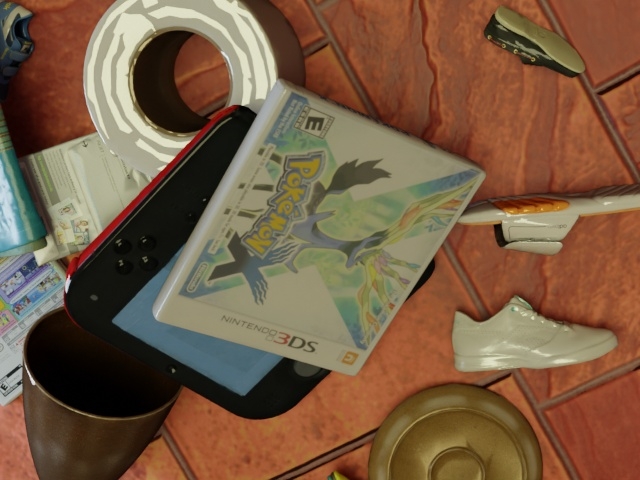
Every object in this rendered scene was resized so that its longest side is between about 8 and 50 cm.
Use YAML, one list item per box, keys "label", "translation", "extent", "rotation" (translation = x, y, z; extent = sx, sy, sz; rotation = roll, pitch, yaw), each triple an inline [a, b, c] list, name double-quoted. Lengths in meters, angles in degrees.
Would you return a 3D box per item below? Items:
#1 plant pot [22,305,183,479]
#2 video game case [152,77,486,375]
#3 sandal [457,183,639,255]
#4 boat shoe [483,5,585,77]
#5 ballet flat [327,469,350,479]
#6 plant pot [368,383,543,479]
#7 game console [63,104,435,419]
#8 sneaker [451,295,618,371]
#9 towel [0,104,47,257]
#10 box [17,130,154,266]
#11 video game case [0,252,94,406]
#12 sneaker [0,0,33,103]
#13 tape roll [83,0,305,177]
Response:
- label: "plant pot"
  translation: [-0.314, 0.240, 1.508]
  extent: [0.215, 0.215, 0.230]
  rotation: [25, 125, 5]
- label: "video game case"
  translation: [0.000, 0.000, 1.335]
  extent: [0.299, 0.036, 0.329]
  rotation: [19, 113, -30]
- label: "sandal"
  translation: [0.300, -0.018, 1.374]
  extent: [0.265, 0.102, 0.076]
  rotation: [-5, 101, 9]
- label: "boat shoe"
  translation: [0.265, -0.239, 1.366]
  extent: [0.133, 0.049, 0.042]
  rotation: [30, 133, -3]
- label: "ballet flat"
  translation: [0.070, 0.416, 1.531]
  extent: [0.077, 0.077, 0.231]
  rotation: [-15, 102, -8]
- label: "plant pot"
  translation: [0.182, 0.311, 1.478]
  extent: [0.236, 0.032, 0.236]
  rotation: [0, 96, 2]
- label: "game console"
  translation: [-0.087, 0.050, 1.385]
  extent: [0.342, 0.060, 0.386]
  rotation: [-42, 127, 17]
- label: "sneaker"
  translation: [0.273, 0.116, 1.425]
  extent: [0.212, 0.080, 0.094]
  rotation: [-6, 89, 13]
- label: "towel"
  translation: [-0.487, -0.150, 1.463]
  extent: [0.271, 0.040, 0.370]
  rotation: [-8, 101, 47]
- label: "box"
  translation: [-0.313, -0.065, 1.482]
  extent: [0.186, 0.038, 0.145]
  rotation: [-20, 98, -6]
- label: "video game case"
  translation: [-0.438, 0.104, 1.581]
  extent: [0.212, 0.023, 0.193]
  rotation: [-37, 93, 16]
- label: "sneaker"
  translation: [-0.422, -0.251, 1.489]
  extent: [0.059, 0.053, 0.144]
  rotation: [12, 105, 6]
- label: "tape roll"
  translation: [-0.152, -0.204, 1.386]
  extent: [0.246, 0.169, 0.246]
  rotation: [2, 103, 11]
